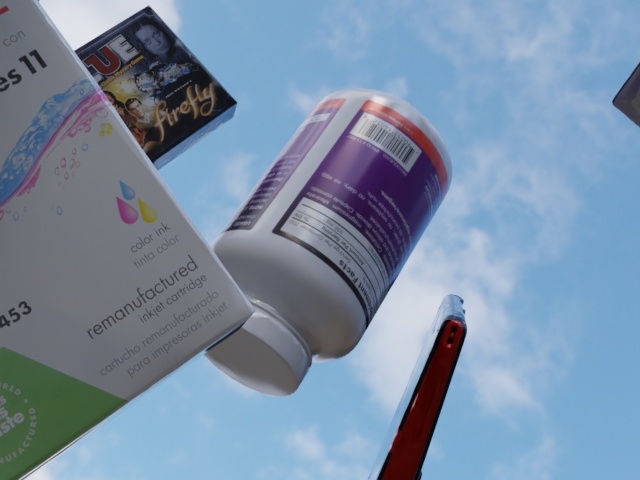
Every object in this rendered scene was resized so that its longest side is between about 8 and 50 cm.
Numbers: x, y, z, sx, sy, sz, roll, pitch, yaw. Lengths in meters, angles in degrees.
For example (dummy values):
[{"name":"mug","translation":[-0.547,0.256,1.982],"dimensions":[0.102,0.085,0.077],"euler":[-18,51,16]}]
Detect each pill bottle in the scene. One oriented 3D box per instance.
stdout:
[{"name":"pill bottle","translation":[0.000,0.000,1.003],"dimensions":[0.181,0.323,0.181],"euler":[24,-32,16]}]

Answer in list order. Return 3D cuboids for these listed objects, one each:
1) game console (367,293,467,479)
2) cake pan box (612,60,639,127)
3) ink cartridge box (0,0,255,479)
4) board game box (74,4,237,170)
[{"name":"game console","translation":[0.128,0.246,1.267],"dimensions":[0.060,0.386,0.342],"euler":[23,-86,6]},{"name":"cake pan box","translation":[0.360,-0.078,0.627],"dimensions":[0.246,0.267,0.070],"euler":[44,-35,17]},{"name":"ink cartridge box","translation":[-0.228,-0.035,0.608],"dimensions":[0.353,0.207,0.119],"euler":[54,-12,3]},{"name":"board game box","translation":[-0.241,-0.144,1.088],"dimensions":[0.165,0.243,0.042],"euler":[48,-23,6]}]
